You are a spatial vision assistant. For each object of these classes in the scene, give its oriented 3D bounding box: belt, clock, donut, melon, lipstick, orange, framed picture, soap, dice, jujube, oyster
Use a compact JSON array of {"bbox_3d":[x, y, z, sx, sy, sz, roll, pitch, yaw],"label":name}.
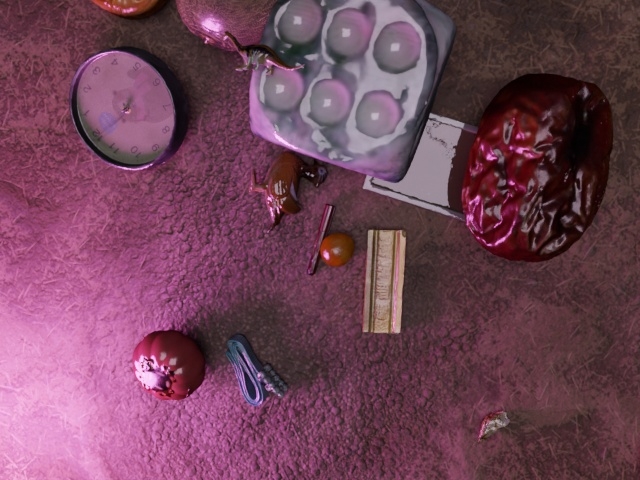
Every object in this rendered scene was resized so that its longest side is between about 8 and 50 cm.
[{"bbox_3d":[-0.163,0.310,1.421,0.100,0.065,0.179,-24,96,17],"label":"belt"},{"bbox_3d":[-0.440,-0.295,1.327,0.281,0.055,0.280,5,111,12],"label":"clock"},{"bbox_3d":[-0.430,-0.604,1.288,0.227,0.114,0.226,1,98,4],"label":"donut"},{"bbox_3d":[-0.163,-0.556,1.210,0.249,0.248,0.329,28,96,0],"label":"melon"},{"bbox_3d":[0.000,0.000,1.382,0.027,0.027,0.176,17,100,2],"label":"lipstick"},{"bbox_3d":[0.041,0.021,1.359,0.085,0.085,0.085,1,98,4],"label":"orange"},{"bbox_3d":[0.257,-0.179,1.341,0.273,0.016,0.216,19,100,2],"label":"framed picture"},{"bbox_3d":[0.150,0.096,1.378,0.092,0.037,0.252,3,97,3],"label":"soap"},{"bbox_3d":[0.064,-0.314,1.164,0.328,0.348,0.330,19,97,8],"label":"dice"},{"bbox_3d":[0.443,-0.145,1.201,0.276,0.276,0.376,13,105,3],"label":"jujube"},{"bbox_3d":[0.411,0.446,1.409,0.093,0.034,0.051,-31,111,-3],"label":"oyster"}]

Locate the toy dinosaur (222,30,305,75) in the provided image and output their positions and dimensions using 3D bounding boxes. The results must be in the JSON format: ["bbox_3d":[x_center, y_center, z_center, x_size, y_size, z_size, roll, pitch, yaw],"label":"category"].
[{"bbox_3d":[-0.107,-0.312,1.016,0.180,0.037,0.058,25,109,14],"label":"toy dinosaur"}]

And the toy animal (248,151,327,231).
[{"bbox_3d":[-0.075,-0.110,1.349,0.179,0.089,0.188,3,93,-11],"label":"toy animal"}]

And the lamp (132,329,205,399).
[{"bbox_3d":[-0.359,0.294,1.402,0.182,0.140,0.182,6,113,15],"label":"lamp"}]
